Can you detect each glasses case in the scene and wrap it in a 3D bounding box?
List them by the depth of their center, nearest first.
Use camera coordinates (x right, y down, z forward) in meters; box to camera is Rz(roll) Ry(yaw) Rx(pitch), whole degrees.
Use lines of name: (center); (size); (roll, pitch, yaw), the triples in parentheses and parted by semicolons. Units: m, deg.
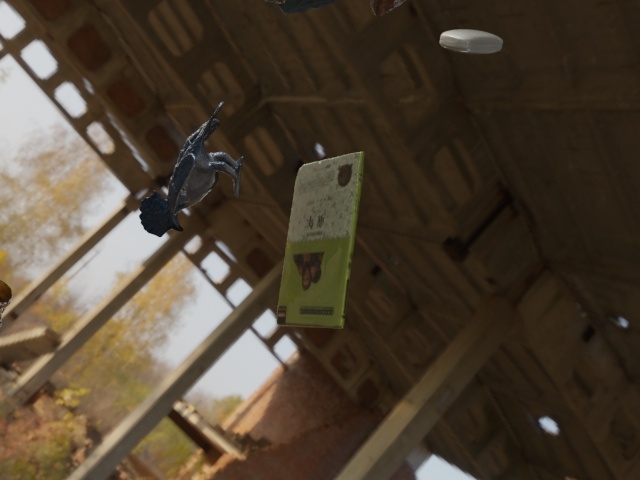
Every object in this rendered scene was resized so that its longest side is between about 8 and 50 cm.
glasses case: (0.324, -0.425, 1.768); (0.074, 0.193, 0.049); (23, -67, 32)

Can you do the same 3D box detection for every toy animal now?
toy animal: (-0.220, -0.115, 1.405); (0.239, 0.177, 0.255); (-102, -163, -66)

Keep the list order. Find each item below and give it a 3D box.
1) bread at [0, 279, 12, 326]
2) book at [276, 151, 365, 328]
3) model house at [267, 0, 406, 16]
bread: (-0.529, 0.085, 0.964); (0.312, 0.172, 0.312); (10, -1, 0)
book: (0.000, 0.000, 1.664); (0.035, 0.352, 0.239); (14, -11, -30)
model house: (-0.026, -0.381, 0.826); (0.330, 0.251, 0.295); (19, -27, 10)
